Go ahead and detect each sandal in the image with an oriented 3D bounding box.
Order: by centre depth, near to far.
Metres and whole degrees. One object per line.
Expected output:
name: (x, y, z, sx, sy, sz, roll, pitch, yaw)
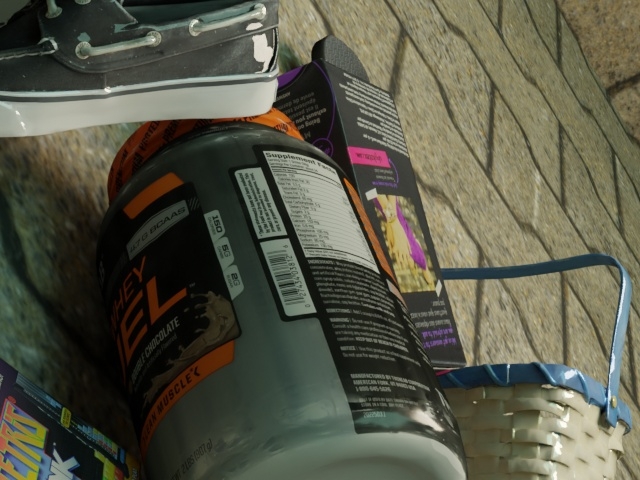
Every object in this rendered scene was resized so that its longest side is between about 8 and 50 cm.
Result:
sandal: (0.042, -0.115, 1.543, 0.254, 0.054, 0.097, 63, 29, -28)

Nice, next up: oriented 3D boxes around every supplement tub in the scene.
supplement tub: (-0.042, 0.065, 0.951, 0.207, 0.207, 0.338, 39, 21, -45)

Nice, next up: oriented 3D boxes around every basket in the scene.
basket: (0.169, 0.156, 1.304, 0.201, 0.254, 0.289, 32, 59, -51)

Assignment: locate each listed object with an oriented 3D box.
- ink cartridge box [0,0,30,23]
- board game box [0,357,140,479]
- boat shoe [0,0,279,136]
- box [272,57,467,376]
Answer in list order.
ink cartridge box: (-0.191, -0.272, 1.054, 0.171, 0.168, 0.233, 58, 24, -13)
board game box: (-0.170, 0.141, 0.755, 0.141, 0.048, 0.170, 42, 11, -18)
boat shoe: (-0.161, -0.135, 0.908, 0.301, 0.102, 0.108, -6, 26, -27)
box: (-0.001, 0.004, 1.173, 0.143, 0.165, 0.270, 15, 58, -60)
